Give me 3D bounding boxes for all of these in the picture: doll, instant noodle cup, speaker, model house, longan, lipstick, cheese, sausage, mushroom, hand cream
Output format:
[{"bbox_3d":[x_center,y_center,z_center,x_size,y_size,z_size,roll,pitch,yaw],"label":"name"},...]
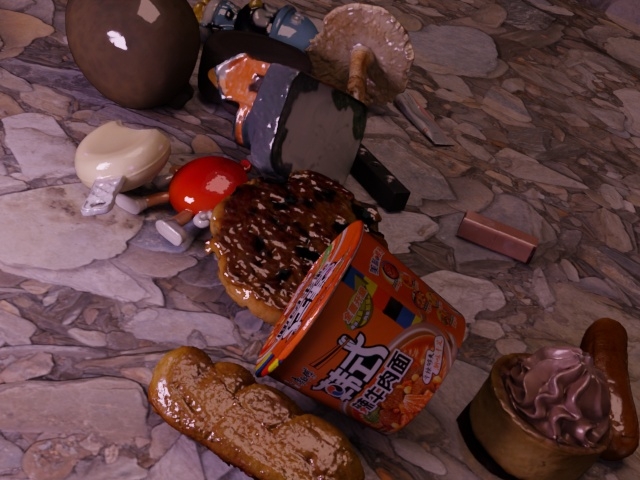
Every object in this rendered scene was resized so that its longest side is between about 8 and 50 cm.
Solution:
[{"bbox_3d":[-0.129,-0.469,2.226,0.314,0.141,0.177,19,35,6],"label":"doll"},{"bbox_3d":[0.058,0.128,1.329,0.192,0.250,0.250,35,31,-8],"label":"instant noodle cup"},{"bbox_3d":[0.100,-0.125,1.913,0.040,0.046,0.191,-4,37,-35],"label":"speaker"},{"bbox_3d":[-0.103,-0.226,1.807,0.300,0.190,0.271,25,7,32],"label":"model house"},{"bbox_3d":[-0.343,-0.378,1.889,0.300,0.243,0.300,49,19,-23],"label":"longan"},{"bbox_3d":[0.330,-0.007,1.856,0.145,0.045,0.045,22,33,4],"label":"lipstick"},{"bbox_3d":[-0.348,-0.113,1.611,0.163,0.071,0.249,4,37,26],"label":"cheese"},{"bbox_3d":[0.443,0.213,1.537,0.103,0.076,0.302,59,25,-19],"label":"sausage"},{"bbox_3d":[0.105,-0.352,2.085,0.207,0.233,0.302,-5,38,-21],"label":"mushroom"},{"bbox_3d":[-0.208,-0.079,1.651,0.183,0.085,0.217,32,50,29],"label":"doll"},{"bbox_3d":[0.222,-0.279,2.227,0.052,0.038,0.216,-23,53,-16],"label":"hand cream"}]

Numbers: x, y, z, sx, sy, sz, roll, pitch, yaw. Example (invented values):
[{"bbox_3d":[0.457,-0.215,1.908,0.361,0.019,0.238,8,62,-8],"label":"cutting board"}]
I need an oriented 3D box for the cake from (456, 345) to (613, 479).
[{"bbox_3d":[0.311,0.224,1.379,0.207,0.178,0.185,14,33,-2],"label":"cake"}]

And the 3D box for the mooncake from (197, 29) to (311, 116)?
[{"bbox_3d":[-0.135,-0.341,2.031,0.244,0.133,0.245,13,33,-9],"label":"mooncake"}]

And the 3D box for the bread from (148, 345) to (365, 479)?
[{"bbox_3d":[-0.065,0.246,1.231,0.344,0.084,0.124,29,55,14],"label":"bread"}]

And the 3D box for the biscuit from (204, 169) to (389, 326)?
[{"bbox_3d":[-0.035,0.018,1.572,0.289,0.081,0.334,30,42,4],"label":"biscuit"}]

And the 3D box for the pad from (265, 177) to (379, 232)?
[{"bbox_3d":[0.000,0.000,1.708,0.219,0.004,0.330,15,32,-8],"label":"pad"}]
